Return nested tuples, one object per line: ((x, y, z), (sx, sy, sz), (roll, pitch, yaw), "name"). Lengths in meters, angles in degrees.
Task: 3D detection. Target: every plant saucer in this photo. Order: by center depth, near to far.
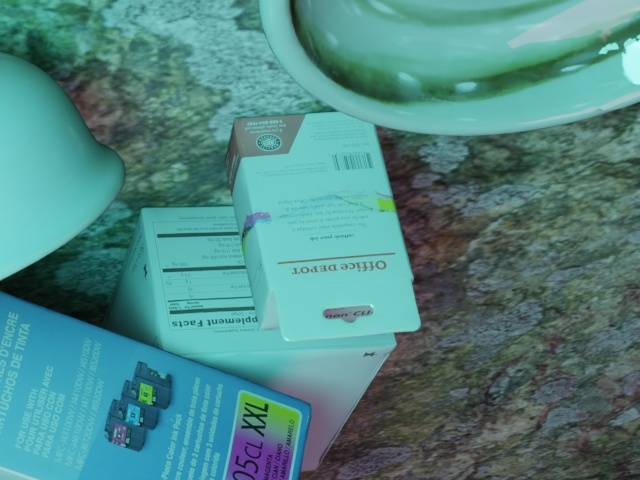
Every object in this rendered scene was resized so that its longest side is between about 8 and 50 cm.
((0.149, -0.216, 1.111), (0.400, 0.100, 0.400), (-10, 151, -6), "plant saucer")

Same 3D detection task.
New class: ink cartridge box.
((0.000, 0.000, 1.334), (0.115, 0.198, 0.067), (-4, 150, -14), "ink cartridge box")
((-0.245, 0.176, 1.379), (0.395, 0.151, 0.270), (21, 144, -19), "ink cartridge box")

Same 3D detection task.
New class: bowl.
((-0.285, -0.056, 1.119), (0.298, 0.298, 0.134), (-15, 111, 5), "bowl")

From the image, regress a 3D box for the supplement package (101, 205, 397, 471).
((-0.077, 0.096, 1.533), (0.204, 0.145, 0.262), (-2, 149, -19), "supplement package")
